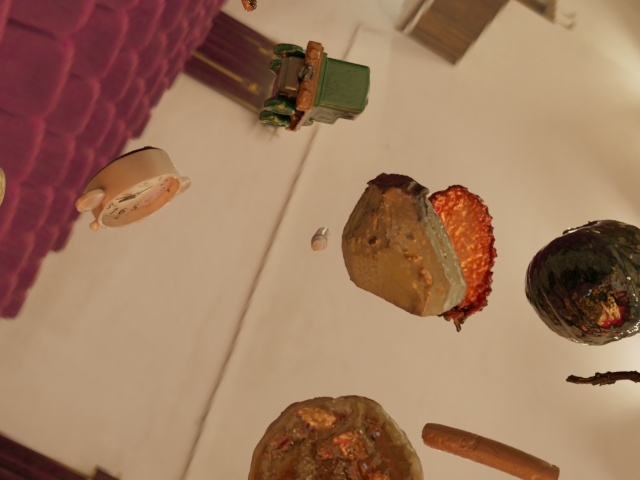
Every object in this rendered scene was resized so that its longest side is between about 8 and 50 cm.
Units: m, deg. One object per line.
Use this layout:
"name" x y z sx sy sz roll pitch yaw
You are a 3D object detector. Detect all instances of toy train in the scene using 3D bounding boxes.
"toy train" -0.007 -0.200 1.314 0.228 0.136 0.091 145 -45 -83

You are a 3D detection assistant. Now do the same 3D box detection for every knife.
"knife" 0.637 0.306 2.160 0.222 0.045 0.021 -4 -160 45

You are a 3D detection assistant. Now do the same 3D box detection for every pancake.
"pancake" 0.033 0.508 2.005 0.387 0.387 0.082 -63 -179 -8

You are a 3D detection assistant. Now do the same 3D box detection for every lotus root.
"lotus root" 0.076 0.001 1.034 0.070 0.144 0.143 -33 -145 -30

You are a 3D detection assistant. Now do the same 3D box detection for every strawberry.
"strawberry" 0.209 0.017 1.489 0.208 0.167 0.087 -60 174 23

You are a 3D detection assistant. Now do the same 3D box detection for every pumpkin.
"pumpkin" 0.556 0.103 2.045 0.197 0.263 0.293 -18 177 -33

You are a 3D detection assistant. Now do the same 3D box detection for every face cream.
"face cream" 0.000 0.000 1.840 0.034 0.034 0.130 -59 180 12

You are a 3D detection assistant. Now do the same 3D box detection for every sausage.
"sausage" 0.360 0.456 2.083 0.066 0.301 0.066 17 90 -75

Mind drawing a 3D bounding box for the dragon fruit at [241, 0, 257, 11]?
"dragon fruit" -0.076 -0.402 1.463 0.094 0.094 0.190 -54 -174 34

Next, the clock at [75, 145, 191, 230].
"clock" -0.302 -0.084 1.560 0.229 0.063 0.155 -13 158 -49

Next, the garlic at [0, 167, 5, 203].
"garlic" -0.446 -0.073 1.314 0.053 0.041 0.083 109 -19 -48
